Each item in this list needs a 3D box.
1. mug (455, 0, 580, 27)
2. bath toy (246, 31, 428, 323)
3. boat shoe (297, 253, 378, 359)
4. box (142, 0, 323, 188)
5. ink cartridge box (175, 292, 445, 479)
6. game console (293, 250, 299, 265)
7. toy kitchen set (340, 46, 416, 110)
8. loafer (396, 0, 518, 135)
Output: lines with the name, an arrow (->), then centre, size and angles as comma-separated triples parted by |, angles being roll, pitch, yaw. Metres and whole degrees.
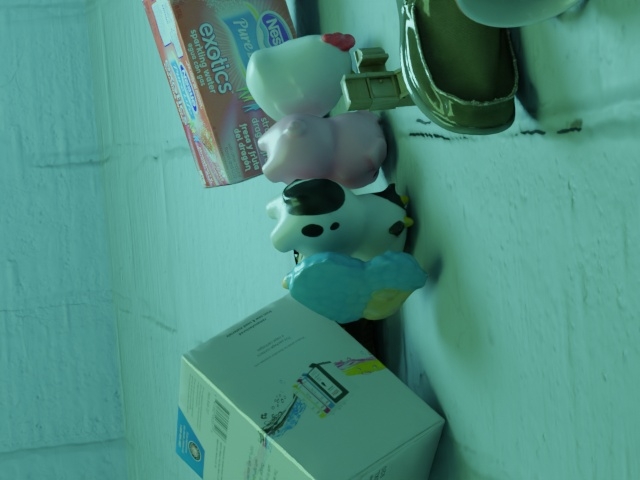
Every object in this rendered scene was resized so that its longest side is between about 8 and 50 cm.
mug -> 0.139, -0.257, 1.268 | 0.150, 0.113, 0.169 | 113, 151, -56
bath toy -> 0.018, -0.085, 1.722 | 0.129, 0.151, 0.348 | -34, 51, 28
boat shoe -> 0.016, 0.079, 1.842 | 0.095, 0.095, 0.257 | -134, 40, -74
box -> -0.111, -0.226, 1.979 | 0.154, 0.142, 0.300 | 178, 73, -74
ink cartridge box -> -0.016, 0.207, 1.711 | 0.232, 0.168, 0.171 | 41, 143, 28
game console -> 0.000, 0.000, 2.013 | 0.107, 0.071, 0.122 | -29, 65, 40
toy kitchen set -> 0.066, -0.176, 1.587 | 0.075, 0.083, 0.068 | 116, 144, -62
loafer -> 0.112, -0.201, 1.400 | 0.087, 0.094, 0.251 | 101, 158, -56
